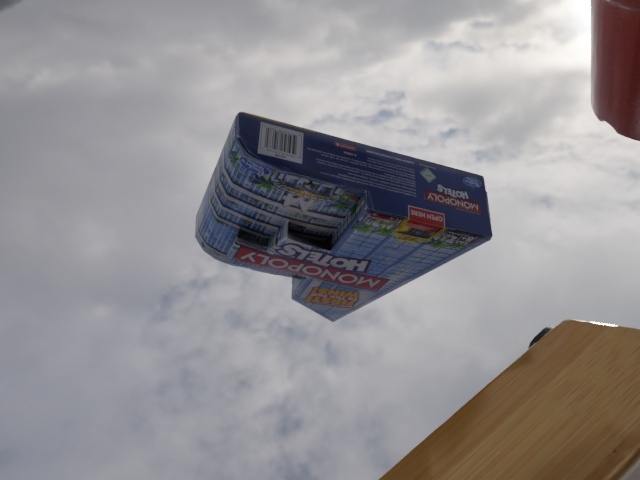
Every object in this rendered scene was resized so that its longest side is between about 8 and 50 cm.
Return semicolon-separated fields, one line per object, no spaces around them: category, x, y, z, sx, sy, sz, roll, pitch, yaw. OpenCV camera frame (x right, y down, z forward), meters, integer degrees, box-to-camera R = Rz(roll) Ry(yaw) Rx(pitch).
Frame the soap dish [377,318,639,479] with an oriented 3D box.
soap dish;0.127;0.201;0.376;0.229;0.290;0.118;-34;-134;-19

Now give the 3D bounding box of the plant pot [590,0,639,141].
plant pot;0.460;-0.282;0.765;0.273;0.265;0.272;-9;-135;9

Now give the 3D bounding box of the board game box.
board game box;0.000;0.000;0.496;0.194;0.194;0.060;12;-122;-17
